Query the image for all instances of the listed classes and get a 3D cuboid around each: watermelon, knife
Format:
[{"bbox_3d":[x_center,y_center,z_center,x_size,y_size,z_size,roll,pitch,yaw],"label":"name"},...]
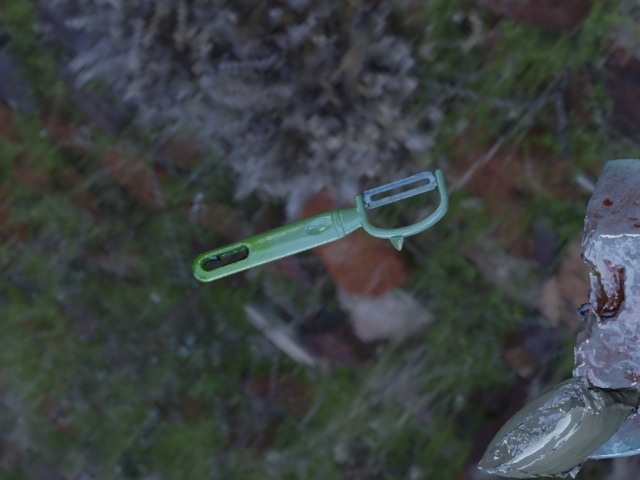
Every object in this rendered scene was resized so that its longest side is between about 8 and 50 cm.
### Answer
[{"bbox_3d":[0.367,0.079,1.729,0.188,0.321,0.175,2,167,29],"label":"watermelon"},{"bbox_3d":[0.000,0.000,1.321,0.015,0.212,0.054,47,-152,-69],"label":"knife"}]

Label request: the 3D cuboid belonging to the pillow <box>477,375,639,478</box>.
[{"bbox_3d":[0.211,0.164,1.463,0.053,0.119,0.208,58,-164,20],"label":"pillow"}]
